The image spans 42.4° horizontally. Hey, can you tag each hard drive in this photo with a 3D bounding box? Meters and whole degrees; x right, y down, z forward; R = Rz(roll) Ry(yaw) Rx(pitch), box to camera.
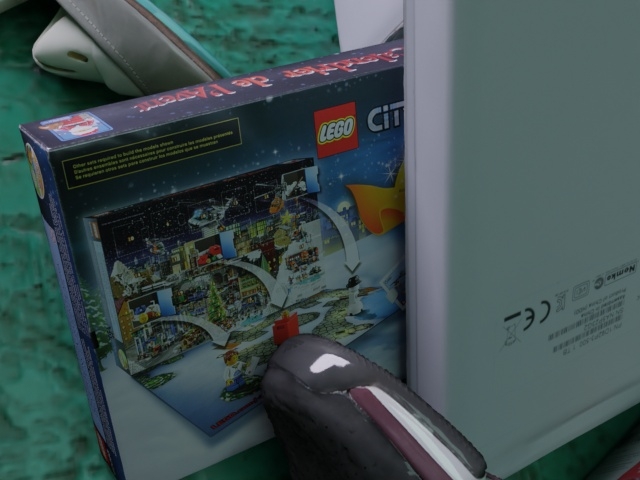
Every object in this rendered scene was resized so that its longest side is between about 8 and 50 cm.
[{"bbox_3d":[0.128,-0.041,0.393,0.203,0.040,0.307,-18,119,-28],"label":"hard drive"}]

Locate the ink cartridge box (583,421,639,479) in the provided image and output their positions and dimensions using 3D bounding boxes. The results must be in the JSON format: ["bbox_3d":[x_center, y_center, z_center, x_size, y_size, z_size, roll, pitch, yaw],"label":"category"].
[{"bbox_3d":[0.220,0.108,0.447,0.135,0.099,0.056,-36,79,-23],"label":"ink cartridge box"}]

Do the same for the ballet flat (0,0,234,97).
[{"bbox_3d":[-0.130,-0.121,0.408,0.213,0.072,0.068,45,91,-4],"label":"ballet flat"}]

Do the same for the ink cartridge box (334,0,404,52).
[{"bbox_3d":[0.142,-0.253,0.515,0.272,0.130,0.309,-1,74,-24],"label":"ink cartridge box"}]

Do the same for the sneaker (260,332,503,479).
[{"bbox_3d":[0.024,0.188,0.334,0.162,0.106,0.281,-37,102,-21],"label":"sneaker"}]

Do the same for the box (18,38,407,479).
[{"bbox_3d":[0.000,0.000,0.382,0.233,0.044,0.159,-18,118,-26],"label":"box"}]
